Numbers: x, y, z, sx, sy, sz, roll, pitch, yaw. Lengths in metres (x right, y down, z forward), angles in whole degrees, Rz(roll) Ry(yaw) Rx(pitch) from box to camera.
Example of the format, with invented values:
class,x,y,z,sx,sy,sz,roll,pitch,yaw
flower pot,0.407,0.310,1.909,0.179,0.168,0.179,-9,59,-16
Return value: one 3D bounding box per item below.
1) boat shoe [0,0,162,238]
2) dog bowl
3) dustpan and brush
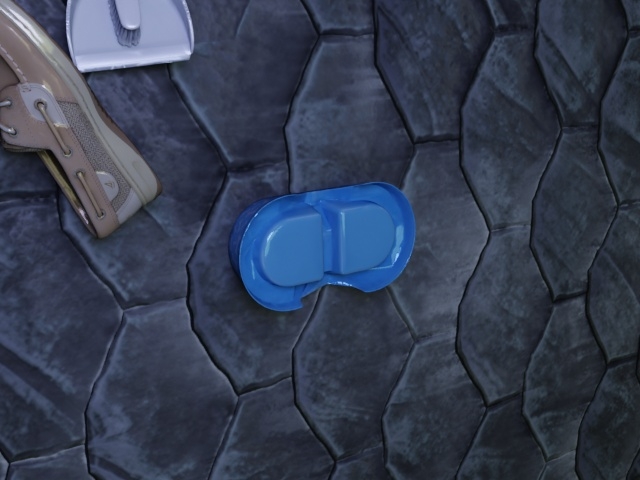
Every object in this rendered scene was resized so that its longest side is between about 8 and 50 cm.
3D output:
class,x,y,z,sx,sy,sz,roll,pitch,yaw
boat shoe,-0.317,-0.144,0.897,0.110,0.121,0.341,-45,122,-16
dog bowl,0.000,0.000,1.163,0.297,0.074,0.166,-11,108,-31
dustpan and brush,-0.236,-0.316,0.938,0.147,0.060,0.211,-11,86,-16
